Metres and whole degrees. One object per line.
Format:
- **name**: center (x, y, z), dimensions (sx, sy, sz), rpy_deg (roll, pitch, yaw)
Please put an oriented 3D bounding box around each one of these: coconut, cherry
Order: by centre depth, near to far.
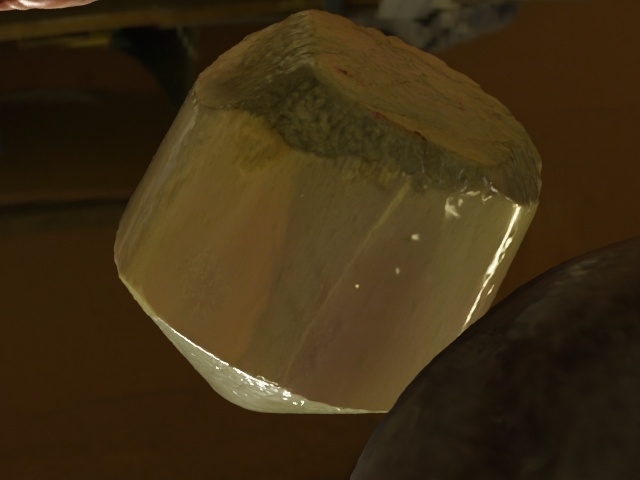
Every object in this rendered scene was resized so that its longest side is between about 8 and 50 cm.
- **cherry**: center (0.116, 0.110, 0.530), dimensions (0.266, 0.213, 0.183), rpy_deg (-50, -172, -15)
- **coconut**: center (0.000, 0.000, 0.987), dimensions (0.239, 0.244, 0.239), rpy_deg (25, -157, -11)

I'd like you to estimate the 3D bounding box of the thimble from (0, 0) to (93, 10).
- **thimble**: center (-0.168, -0.257, 0.910), dimensions (0.239, 0.239, 0.162), rpy_deg (-7, -142, -8)
